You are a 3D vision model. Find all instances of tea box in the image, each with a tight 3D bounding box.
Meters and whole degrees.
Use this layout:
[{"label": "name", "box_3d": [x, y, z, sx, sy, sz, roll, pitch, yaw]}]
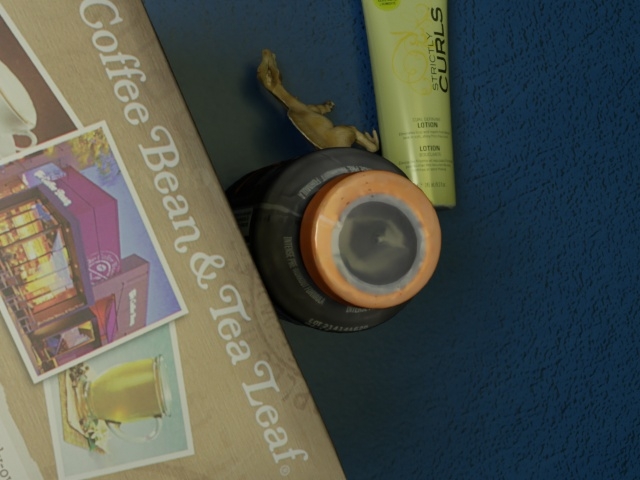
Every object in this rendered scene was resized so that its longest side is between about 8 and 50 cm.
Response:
[{"label": "tea box", "box_3d": [-0.181, 0.016, 0.546, 0.220, 0.323, 0.329, -24, 96, -16]}]

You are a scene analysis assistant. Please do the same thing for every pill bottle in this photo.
[{"label": "pill bottle", "box_3d": [0.000, 0.000, 0.667, 0.130, 0.245, 0.130, 0, 90, -18]}]

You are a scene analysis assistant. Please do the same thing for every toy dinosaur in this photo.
[{"label": "toy dinosaur", "box_3d": [0.009, -0.080, 0.745, 0.183, 0.092, 0.053, 45, 106, 18]}]

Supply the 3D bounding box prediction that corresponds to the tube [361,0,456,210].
[{"label": "tube", "box_3d": [0.079, -0.145, 0.794, 0.070, 0.062, 0.240, 3, 82, -58]}]
